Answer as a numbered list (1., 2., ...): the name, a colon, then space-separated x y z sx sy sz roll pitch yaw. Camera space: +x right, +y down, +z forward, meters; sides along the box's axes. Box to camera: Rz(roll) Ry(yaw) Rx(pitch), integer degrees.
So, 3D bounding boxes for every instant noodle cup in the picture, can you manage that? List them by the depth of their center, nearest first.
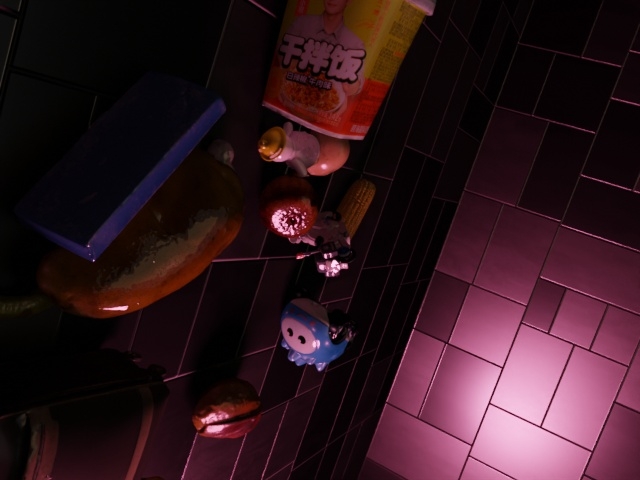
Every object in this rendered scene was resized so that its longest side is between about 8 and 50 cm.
1. instant noodle cup: 0.039 -0.376 1.244 0.294 0.294 0.307 -16 131 -61

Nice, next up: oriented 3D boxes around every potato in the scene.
1. potato: -0.267 -0.017 0.992 0.369 0.176 0.195 -44 145 -32
2. potato: 0.017 -0.224 1.495 0.112 0.112 0.147 -9 112 -63

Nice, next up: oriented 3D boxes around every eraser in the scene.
1. eraser: -0.280 -0.121 0.902 0.311 0.144 0.042 -56 156 -26

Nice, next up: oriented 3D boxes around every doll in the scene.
1. doll: -0.066 -0.198 1.360 0.207 0.081 0.129 -3 74 -59

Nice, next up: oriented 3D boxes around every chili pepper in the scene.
1. chili pepper: -0.445 0.082 0.859 0.049 0.043 0.208 -57 157 6

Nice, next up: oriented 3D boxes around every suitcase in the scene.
1. suitcase: -0.417 0.322 0.944 0.434 0.194 0.283 11 100 -65

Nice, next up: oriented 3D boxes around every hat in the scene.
1. hat: -0.190 -0.107 1.179 0.112 0.094 0.162 -140 -115 -87

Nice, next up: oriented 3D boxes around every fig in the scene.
1. fig: -0.070 -0.113 1.433 0.146 0.134 0.201 110 -14 -48

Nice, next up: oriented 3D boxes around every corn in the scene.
1. corn: 0.078 -0.067 1.790 0.248 0.081 0.081 -61 156 -15

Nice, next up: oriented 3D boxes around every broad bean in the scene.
1. broad bean: -0.227 0.404 1.508 0.156 0.122 0.228 -37 150 5

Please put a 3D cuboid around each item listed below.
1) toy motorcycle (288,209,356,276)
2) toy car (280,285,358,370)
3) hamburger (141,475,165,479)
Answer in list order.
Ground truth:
1. toy motorcycle: 0.000 0.000 1.572 0.150 0.221 0.102 -11 131 -8
2. toy car: -0.020 0.258 1.736 0.190 0.189 0.255 -56 157 -10
3. hamburger: -0.397 0.595 1.261 0.209 0.162 0.329 11 98 -69
